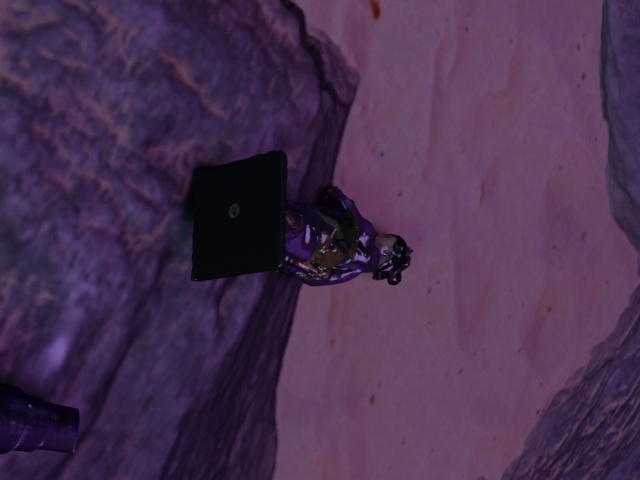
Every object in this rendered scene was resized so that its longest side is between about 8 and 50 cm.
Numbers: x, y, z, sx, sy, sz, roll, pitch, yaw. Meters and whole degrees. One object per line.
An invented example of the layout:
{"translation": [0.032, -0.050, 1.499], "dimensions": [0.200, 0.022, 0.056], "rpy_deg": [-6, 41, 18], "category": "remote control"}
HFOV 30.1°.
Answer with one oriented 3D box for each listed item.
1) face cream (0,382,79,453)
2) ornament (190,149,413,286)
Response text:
{"translation": [-0.258, 0.089, 0.692], "dimensions": [0.273, 0.078, 0.078], "rpy_deg": [20, 93, -40], "category": "face cream"}
{"translation": [-0.002, -0.009, 0.869], "dimensions": [0.203, 0.088, 0.081], "rpy_deg": [7, 78, -52], "category": "ornament"}
